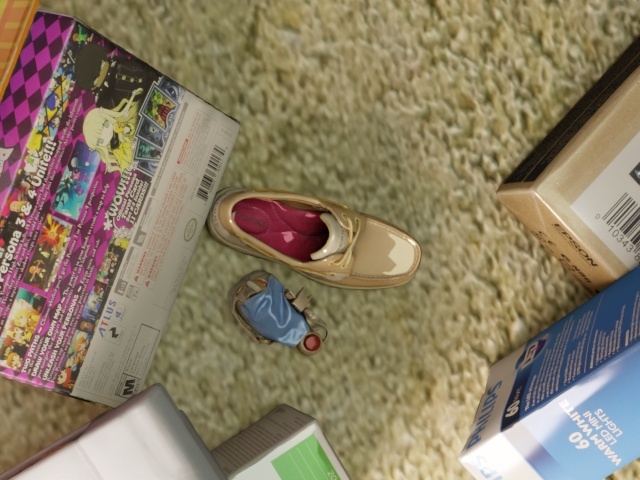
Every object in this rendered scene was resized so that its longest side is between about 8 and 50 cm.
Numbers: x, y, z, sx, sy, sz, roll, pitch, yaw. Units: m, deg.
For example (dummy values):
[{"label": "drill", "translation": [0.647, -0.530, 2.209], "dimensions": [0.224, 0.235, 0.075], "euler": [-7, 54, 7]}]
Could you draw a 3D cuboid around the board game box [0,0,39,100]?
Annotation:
[{"label": "board game box", "translation": [-0.377, -0.101, 0.951], "dimensions": [0.356, 0.356, 0.356], "euler": [22, 84, -14]}]

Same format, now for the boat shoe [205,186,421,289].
[{"label": "boat shoe", "translation": [0.000, 0.000, 1.201], "dimensions": [0.170, 0.059, 0.063], "euler": [12, 86, -14]}]

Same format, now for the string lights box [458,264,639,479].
[{"label": "string lights box", "translation": [0.225, 0.083, 1.151], "dimensions": [0.077, 0.133, 0.259], "euler": [46, 121, -10]}]

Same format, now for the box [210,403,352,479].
[{"label": "box", "translation": [-0.025, 0.186, 1.170], "dimensions": [0.087, 0.102, 0.101], "euler": [-32, 98, -11]}]

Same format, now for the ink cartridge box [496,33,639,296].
[{"label": "ink cartridge box", "translation": [0.287, -0.023, 1.262], "dimensions": [0.234, 0.088, 0.193], "euler": [44, 80, -9]}]

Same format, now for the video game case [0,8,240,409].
[{"label": "video game case", "translation": [-0.159, -0.011, 1.103], "dimensions": [0.210, 0.042, 0.232], "euler": [28, 80, -58]}]

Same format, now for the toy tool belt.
[{"label": "toy tool belt", "translation": [-0.027, 0.057, 1.197], "dimensions": [0.083, 0.051, 0.052], "euler": [41, 80, -11]}]

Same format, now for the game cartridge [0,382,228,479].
[{"label": "game cartridge", "translation": [-0.181, 0.251, 1.103], "dimensions": [0.297, 0.062, 0.198], "euler": [-32, 93, 8]}]
